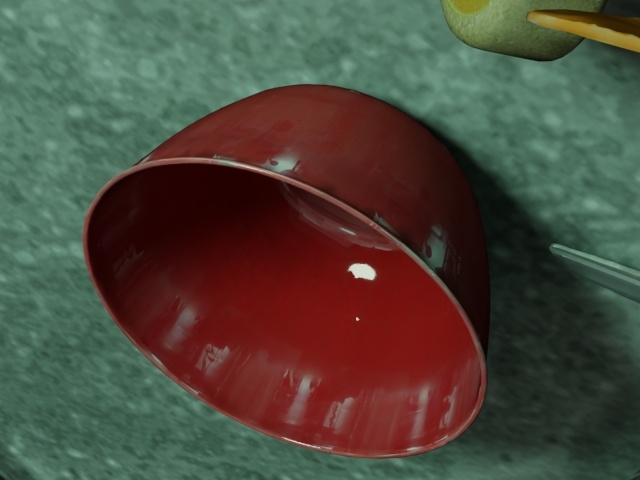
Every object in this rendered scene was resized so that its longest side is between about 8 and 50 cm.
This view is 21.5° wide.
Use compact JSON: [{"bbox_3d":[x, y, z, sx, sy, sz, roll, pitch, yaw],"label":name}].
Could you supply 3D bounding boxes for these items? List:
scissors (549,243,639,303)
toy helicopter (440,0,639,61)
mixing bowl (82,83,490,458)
[{"bbox_3d":[0.243,0.059,0.707,0.297,0.021,0.109,34,146,-5],"label":"scissors"},{"bbox_3d":[0.120,-0.108,0.438,0.140,0.235,0.355,3,169,-20],"label":"toy helicopter"},{"bbox_3d":[0.000,0.000,0.722,0.181,0.098,0.181,17,141,14],"label":"mixing bowl"}]
